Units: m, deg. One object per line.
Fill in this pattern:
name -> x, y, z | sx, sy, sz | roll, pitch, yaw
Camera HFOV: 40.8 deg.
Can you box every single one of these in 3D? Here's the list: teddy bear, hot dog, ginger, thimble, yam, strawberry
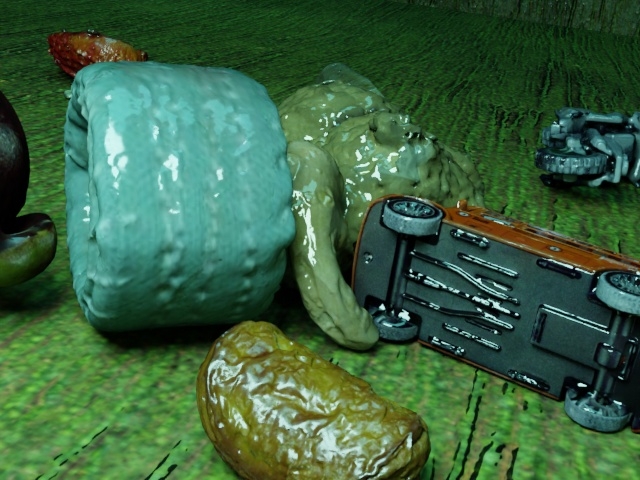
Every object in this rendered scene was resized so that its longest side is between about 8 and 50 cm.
teddy bear -> 0.034, -0.066, 0.826 | 0.267, 0.156, 0.256 | -5, 23, -22
hot dog -> -0.005, 0.106, 0.509 | 0.147, 0.065, 0.099 | 28, 29, 20
ginger -> -0.002, 0.001, 0.659 | 0.051, 0.174, 0.069 | -17, -15, 28
thimble -> -0.116, -0.039, 0.654 | 0.143, 0.198, 0.235 | -2, 30, -23
yam -> 0.052, -0.226, 1.331 | 0.068, 0.068, 0.169 | -4, 24, -23
strawberry -> -0.360, -0.284, 1.366 | 0.188, 0.082, 0.121 | 12, 1, 37

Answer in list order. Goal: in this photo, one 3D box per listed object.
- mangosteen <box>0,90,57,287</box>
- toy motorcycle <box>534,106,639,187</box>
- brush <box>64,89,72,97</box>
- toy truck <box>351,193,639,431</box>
mangosteen -> -0.304, -0.042, 0.617 | 0.209, 0.210, 0.210 | 5, 22, -2
toy motorcycle -> 0.359, -0.117, 1.105 | 0.159, 0.106, 0.270 | 6, 17, 14
brush -> -0.292, -0.224, 1.292 | 0.178, 0.030, 0.033 | -12, 34, -16
toy truck -> 0.151, 0.042, 0.651 | 0.252, 0.108, 0.114 | 21, 26, 29
